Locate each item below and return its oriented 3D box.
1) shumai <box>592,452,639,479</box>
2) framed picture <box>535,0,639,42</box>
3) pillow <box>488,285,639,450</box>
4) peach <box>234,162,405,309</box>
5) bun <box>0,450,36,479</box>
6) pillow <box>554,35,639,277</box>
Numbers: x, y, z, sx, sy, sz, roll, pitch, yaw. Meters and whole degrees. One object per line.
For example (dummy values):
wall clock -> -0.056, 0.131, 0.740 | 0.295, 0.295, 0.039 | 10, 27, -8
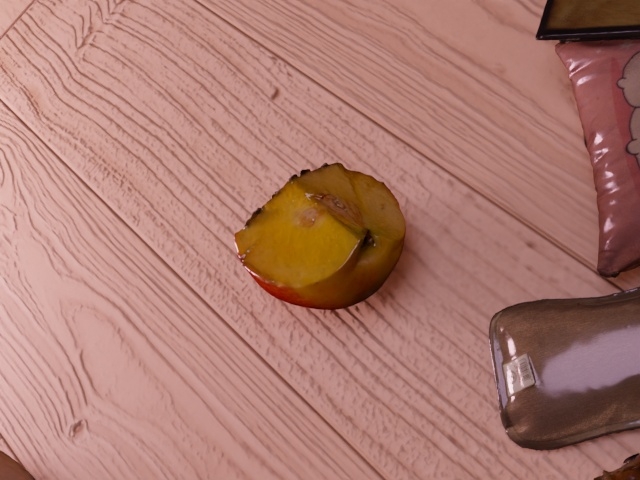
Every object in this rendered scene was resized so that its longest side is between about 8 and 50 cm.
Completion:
shumai -> 0.244, 0.194, 0.655 | 0.145, 0.116, 0.146 | -12, 62, 23
framed picture -> 0.352, -0.300, 0.855 | 0.255, 0.014, 0.339 | 4, 55, 28
pillow -> 0.243, 0.094, 0.754 | 0.217, 0.033, 0.130 | -14, 69, 19
peach -> 0.001, 0.008, 0.869 | 0.151, 0.118, 0.151 | 6, 42, -6
bun -> -0.392, 0.324, 0.882 | 0.298, 0.165, 0.299 | -12, 62, 23
pillow -> 0.316, -0.094, 0.779 | 0.223, 0.084, 0.236 | -15, 59, 21
